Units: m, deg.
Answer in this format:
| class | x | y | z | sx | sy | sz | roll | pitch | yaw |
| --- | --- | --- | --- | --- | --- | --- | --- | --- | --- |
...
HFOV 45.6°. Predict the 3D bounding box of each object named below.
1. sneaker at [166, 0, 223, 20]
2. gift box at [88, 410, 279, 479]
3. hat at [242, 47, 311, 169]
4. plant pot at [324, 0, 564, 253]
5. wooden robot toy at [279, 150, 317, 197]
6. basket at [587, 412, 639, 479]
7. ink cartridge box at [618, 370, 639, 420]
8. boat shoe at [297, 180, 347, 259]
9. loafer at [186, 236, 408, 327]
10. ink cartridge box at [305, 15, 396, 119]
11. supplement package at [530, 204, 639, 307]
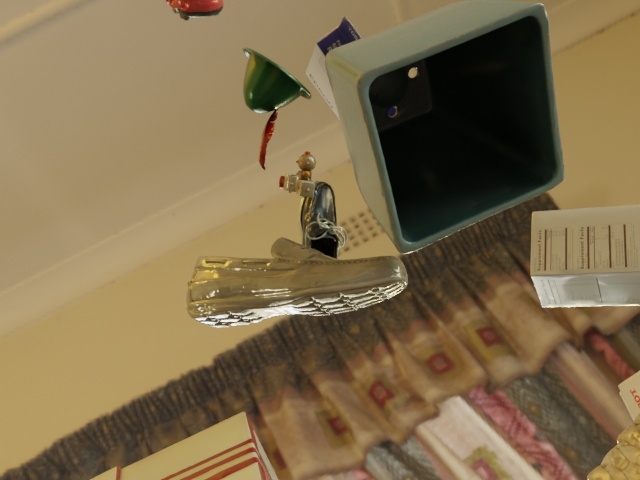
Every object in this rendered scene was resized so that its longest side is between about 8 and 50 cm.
| class | x | y | z | sx | sy | sz | roll | pitch | yaw |
| --- | --- | --- | --- | --- | --- | --- | --- | --- | --- |
| sneaker | -0.254 | -0.476 | 1.269 | 0.097 | 0.276 | 0.135 | -22 | -44 | -32 |
| gift box | -0.152 | 0.396 | 0.930 | 0.258 | 0.276 | 0.255 | -24 | -77 | -7 |
| hat | -0.135 | -0.269 | 1.546 | 0.173 | 0.208 | 0.183 | 34 | -88 | -8 |
| plant pot | 0.135 | -0.179 | 1.012 | 0.248 | 0.252 | 0.247 | -24 | -57 | -10 |
| wooden robot toy | -0.039 | -0.135 | 1.476 | 0.076 | 0.173 | 0.079 | 8 | -78 | -3 |
| basket | 0.456 | 0.324 | 0.773 | 0.266 | 0.331 | 0.328 | 34 | -82 | -3 |
| ink cartridge box | 0.718 | 0.287 | 1.393 | 0.114 | 0.198 | 0.273 | 8 | -42 | -32 |
| boat shoe | 0.000 | 0.000 | 1.539 | 0.095 | 0.254 | 0.079 | 18 | -15 | -31 |
| loafer | -0.039 | 0.047 | 1.047 | 0.319 | 0.111 | 0.112 | -7 | -20 | 16 |
| ink cartridge box | 0.097 | -0.290 | 1.649 | 0.071 | 0.324 | 0.330 | -36 | 1 | -5 |
| supplement package | 0.503 | 0.029 | 1.336 | 0.244 | 0.134 | 0.139 | -3 | -31 | 24 |
